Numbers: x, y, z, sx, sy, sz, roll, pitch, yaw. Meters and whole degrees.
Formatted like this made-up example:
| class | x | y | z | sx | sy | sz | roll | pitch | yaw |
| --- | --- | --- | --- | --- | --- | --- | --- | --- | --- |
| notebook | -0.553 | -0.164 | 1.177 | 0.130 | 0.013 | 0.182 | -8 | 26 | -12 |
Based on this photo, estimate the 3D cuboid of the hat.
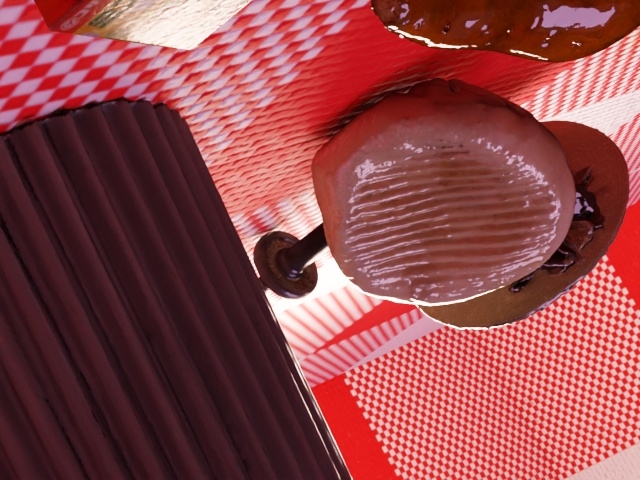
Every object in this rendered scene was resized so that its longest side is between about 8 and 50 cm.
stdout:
| class | x | y | z | sx | sy | sz | roll | pitch | yaw |
| --- | --- | --- | --- | --- | --- | --- | --- | --- | --- |
| hat | 0.159 | -0.052 | 1.284 | 0.257 | 0.257 | 0.130 | -32 | 130 | 16 |

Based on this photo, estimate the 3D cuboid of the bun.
| class | x | y | z | sx | sy | sz | roll | pitch | yaw |
| --- | --- | --- | --- | --- | --- | --- | --- | --- | --- |
| bun | 0.104 | -0.053 | 1.142 | 0.231 | 0.231 | 0.133 | -34 | -150 | 24 |

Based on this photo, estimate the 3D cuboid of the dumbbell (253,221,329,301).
| class | x | y | z | sx | sy | sz | roll | pitch | yaw |
| --- | --- | --- | --- | --- | --- | --- | --- | --- | --- |
| dumbbell | 0.000 | 0.000 | 1.307 | 0.081 | 0.082 | 0.254 | -17 | 163 | -49 |

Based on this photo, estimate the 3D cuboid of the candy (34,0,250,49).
| class | x | y | z | sx | sy | sz | roll | pitch | yaw |
| --- | --- | --- | --- | --- | --- | --- | --- | --- | --- |
| candy | -0.079 | -0.126 | 0.620 | 0.062 | 0.038 | 0.122 | -34 | 168 | 24 |

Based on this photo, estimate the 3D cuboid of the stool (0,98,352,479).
| class | x | y | z | sx | sy | sz | roll | pitch | yaw |
| --- | --- | --- | --- | --- | --- | --- | --- | --- | --- |
| stool | -0.141 | 0.126 | 0.846 | 0.297 | 0.330 | 0.297 | -29 | 170 | -6 |

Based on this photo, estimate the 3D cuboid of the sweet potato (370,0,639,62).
| class | x | y | z | sx | sy | sz | roll | pitch | yaw |
| --- | --- | --- | --- | --- | --- | --- | --- | --- | --- |
| sweet potato | 0.169 | -0.176 | 0.870 | 0.359 | 0.112 | 0.112 | -27 | 170 | -29 |
